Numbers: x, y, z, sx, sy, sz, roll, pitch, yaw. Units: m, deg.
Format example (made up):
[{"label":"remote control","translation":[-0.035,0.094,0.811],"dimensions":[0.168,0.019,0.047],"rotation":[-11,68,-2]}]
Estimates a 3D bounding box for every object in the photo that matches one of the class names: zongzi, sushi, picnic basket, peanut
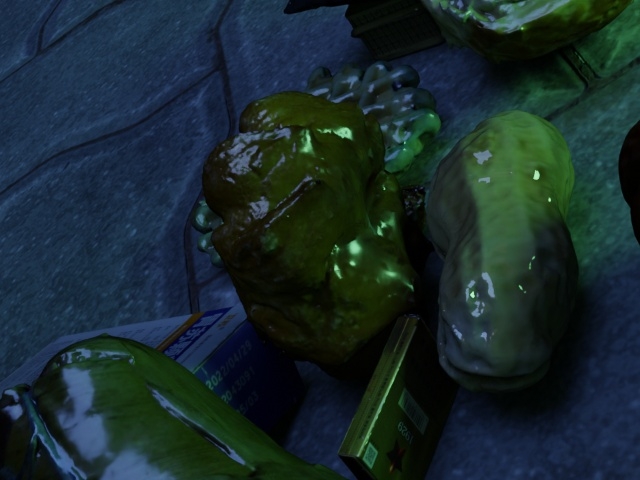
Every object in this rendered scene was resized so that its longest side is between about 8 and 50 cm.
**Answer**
[{"label":"zongzi","translation":[-0.014,0.177,0.730],"dimensions":[0.393,0.174,0.356],"rotation":[-31,71,9]},{"label":"sushi","translation":[0.056,-0.013,1.080],"dimensions":[0.118,0.060,0.061],"rotation":[-45,38,-5]},{"label":"picnic basket","translation":[0.110,-0.307,1.358],"dimensions":[0.115,0.079,0.164],"rotation":[-13,41,38]},{"label":"peanut","translation":[0.150,0.002,0.905],"dimensions":[0.130,0.130,0.290],"rotation":[-22,37,26]}]

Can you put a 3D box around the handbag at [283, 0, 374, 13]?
[{"label":"handbag","translation":[0.073,-0.379,1.329],"dimensions":[0.211,0.088,0.254],"rotation":[-5,50,40]}]

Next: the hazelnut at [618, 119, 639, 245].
[{"label":"hazelnut","translation":[0.302,-0.029,0.752],"dimensions":[0.178,0.178,0.204],"rotation":[-24,47,24]}]

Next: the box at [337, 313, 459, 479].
[{"label":"box","translation":[0.065,0.137,0.862],"dimensions":[0.023,0.090,0.133],"rotation":[-2,49,38]}]

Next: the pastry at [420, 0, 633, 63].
[{"label":"pastry","translation":[0.230,-0.284,1.143],"dimensions":[0.256,0.170,0.237],"rotation":[-31,54,-2]}]

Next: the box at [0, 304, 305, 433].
[{"label":"box","translation":[-0.193,0.165,1.022],"dimensions":[0.299,0.106,0.200],"rotation":[-10,21,36]}]

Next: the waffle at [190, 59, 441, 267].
[{"label":"waffle","translation":[-0.009,-0.081,1.230],"dimensions":[0.309,0.056,0.292],"rotation":[-49,33,-11]}]

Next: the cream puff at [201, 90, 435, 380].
[{"label":"cream puff","translation":[0.000,0.000,0.954],"dimensions":[0.155,0.269,0.241],"rotation":[-26,7,27]}]
